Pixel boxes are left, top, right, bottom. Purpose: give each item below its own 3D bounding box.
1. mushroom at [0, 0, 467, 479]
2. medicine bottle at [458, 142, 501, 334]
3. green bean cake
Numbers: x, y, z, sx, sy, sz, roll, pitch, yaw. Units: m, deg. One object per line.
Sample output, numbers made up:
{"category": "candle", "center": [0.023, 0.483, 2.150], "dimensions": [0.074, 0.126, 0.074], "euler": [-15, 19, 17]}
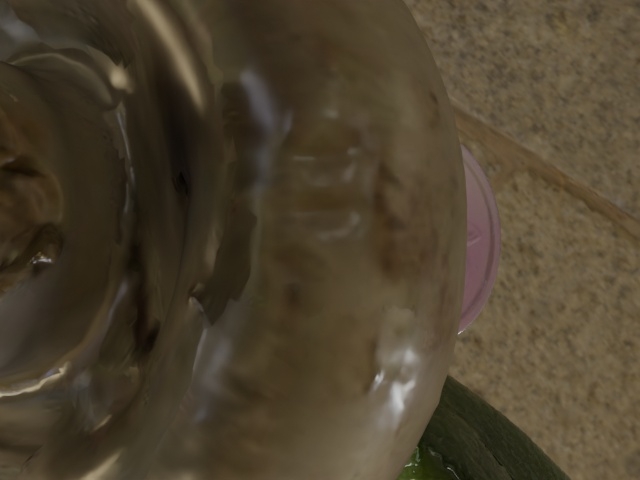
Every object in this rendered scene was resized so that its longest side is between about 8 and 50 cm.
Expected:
{"category": "mushroom", "center": [-0.119, -0.006, 0.478], "dimensions": [0.362, 0.362, 0.295], "euler": [-54, 153, 16]}
{"category": "medicine bottle", "center": [0.000, 0.000, 1.100], "dimensions": [0.212, 0.325, 0.212], "euler": [2, 86, -36]}
{"category": "green bean cake", "center": [0.145, 0.254, 1.043], "dimensions": [0.125, 0.222, 0.248], "euler": [-41, 91, 23]}
